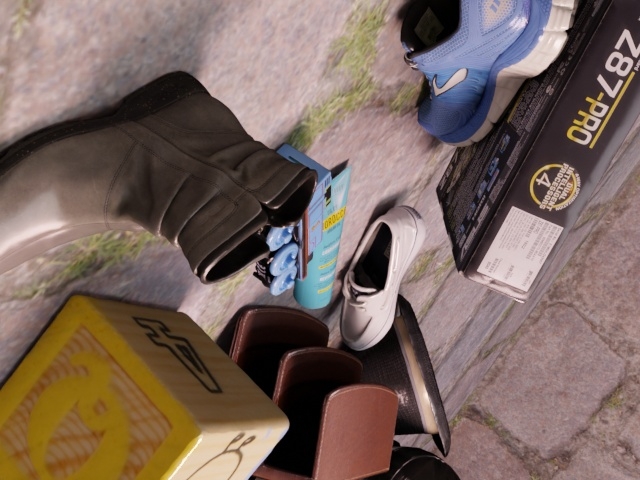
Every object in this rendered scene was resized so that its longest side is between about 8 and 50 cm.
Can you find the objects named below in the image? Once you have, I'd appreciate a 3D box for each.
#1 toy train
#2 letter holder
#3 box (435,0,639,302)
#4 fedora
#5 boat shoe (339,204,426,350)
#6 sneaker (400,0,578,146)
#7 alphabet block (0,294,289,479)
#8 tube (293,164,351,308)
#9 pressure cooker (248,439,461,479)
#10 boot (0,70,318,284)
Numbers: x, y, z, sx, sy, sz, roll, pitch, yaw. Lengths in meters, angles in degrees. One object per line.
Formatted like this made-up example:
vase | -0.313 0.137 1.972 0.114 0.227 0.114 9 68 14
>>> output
toy train | -0.040 -0.016 0.889 0.105 0.080 0.184 -46 158 -24
letter holder | -0.001 0.212 1.130 0.302 0.152 0.214 26 74 -65
box | 0.266 -0.166 0.942 0.318 0.097 0.394 -88 -159 -69
fedora | 0.127 0.261 1.478 0.153 0.334 0.334 -17 155 2
boat shoe | 0.071 0.063 1.220 0.084 0.095 0.258 -15 130 -47
sneaker | 0.159 -0.215 0.895 0.330 0.147 0.129 116 -6 -70
alphabet block | -0.182 0.188 0.802 0.192 0.193 0.197 -53 157 6
tube | 0.000 0.000 1.035 0.080 0.052 0.207 -43 153 -40
pressure cooker | 0.017 0.545 1.412 0.420 0.369 0.375 -13 -149 39
boot | -0.130 -0.023 0.597 0.246 0.161 0.083 -38 155 -25
